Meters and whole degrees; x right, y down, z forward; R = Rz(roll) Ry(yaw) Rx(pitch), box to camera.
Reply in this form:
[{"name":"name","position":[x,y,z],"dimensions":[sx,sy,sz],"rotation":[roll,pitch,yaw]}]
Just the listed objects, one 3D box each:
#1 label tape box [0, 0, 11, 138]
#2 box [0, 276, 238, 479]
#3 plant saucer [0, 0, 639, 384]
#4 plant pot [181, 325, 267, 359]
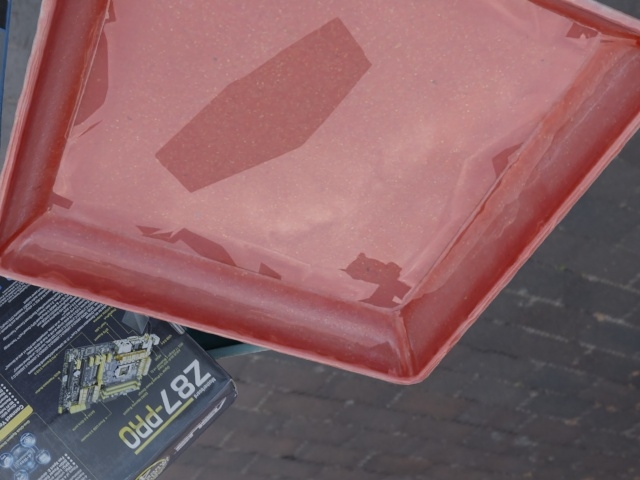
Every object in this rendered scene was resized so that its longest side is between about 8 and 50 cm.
[{"name":"label tape box","position":[-0.385,-0.128,0.570],"dimensions":[0.347,0.249,0.115],"rotation":[16,121,-27]},{"name":"box","position":[-0.330,0.175,0.900],"dimensions":[0.395,0.318,0.097],"rotation":[-44,164,-15]},{"name":"plant saucer","position":[-0.009,-0.047,0.435],"dimensions":[0.259,0.048,0.258],"rotation":[17,132,-17]},{"name":"plant pot","position":[0.000,0.000,1.041],"dimensions":[0.247,0.248,0.252],"rotation":[-14,168,33]}]
